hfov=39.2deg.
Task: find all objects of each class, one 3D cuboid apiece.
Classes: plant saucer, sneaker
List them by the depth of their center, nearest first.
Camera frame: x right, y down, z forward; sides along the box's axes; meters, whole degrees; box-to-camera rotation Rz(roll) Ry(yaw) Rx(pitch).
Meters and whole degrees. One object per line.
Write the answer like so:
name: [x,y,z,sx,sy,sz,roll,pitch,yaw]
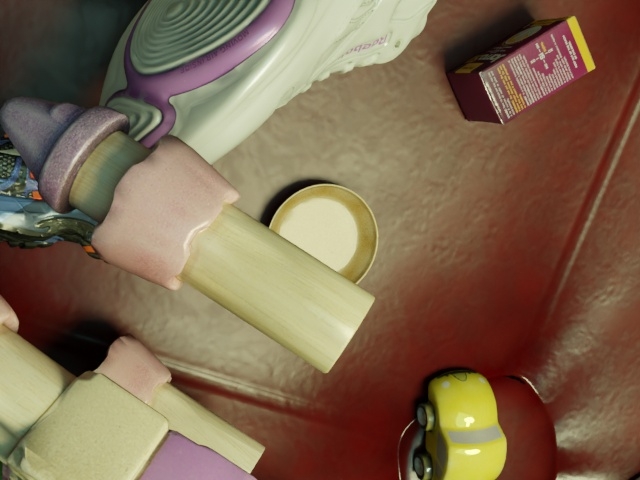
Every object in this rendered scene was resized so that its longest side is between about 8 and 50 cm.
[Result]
sneaker: [-0.001,-0.131,0.540,0.305,0.114,0.152,-49,142,-10]
sneaker: [-0.165,-0.039,0.549,0.221,0.083,0.087,12,76,-19]
plant saucer: [0.000,0.000,0.639,0.083,0.015,0.083,-4,103,-18]

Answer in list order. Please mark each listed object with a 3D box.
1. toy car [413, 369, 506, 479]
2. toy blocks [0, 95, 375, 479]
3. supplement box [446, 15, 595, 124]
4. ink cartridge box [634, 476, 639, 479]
toy car: [0.095,0.249,0.705,0.225,0.053,0.239,-36,110,-9]
toy blocks: [-0.180,0.105,0.423,0.260,0.288,0.309,33,55,2]
supplement box: [0.142,-0.121,0.640,0.083,0.055,0.043,-32,108,-11]
ink cartridge box: [0.350,0.254,0.753,0.176,0.128,0.127,-30,110,-10]
